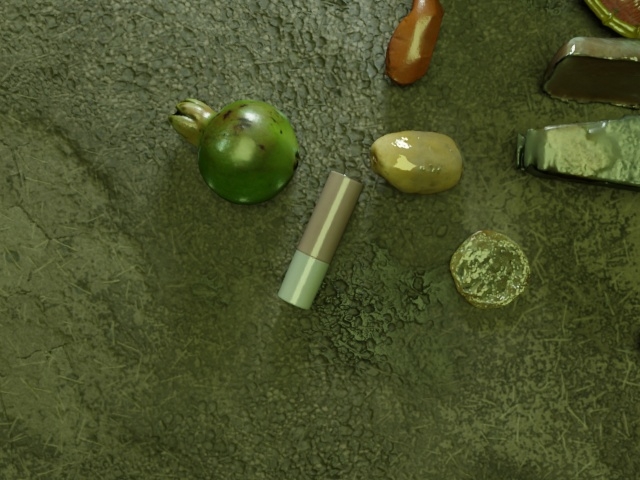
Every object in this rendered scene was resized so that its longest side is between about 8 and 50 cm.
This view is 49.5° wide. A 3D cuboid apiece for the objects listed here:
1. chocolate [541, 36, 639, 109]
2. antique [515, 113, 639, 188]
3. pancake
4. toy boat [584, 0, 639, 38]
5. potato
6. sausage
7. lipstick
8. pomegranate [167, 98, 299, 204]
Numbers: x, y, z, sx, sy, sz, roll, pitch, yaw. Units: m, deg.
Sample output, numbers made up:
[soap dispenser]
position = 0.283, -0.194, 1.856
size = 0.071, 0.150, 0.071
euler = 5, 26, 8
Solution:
[chocolate]
position = 0.529, -0.311, 1.233
size = 0.261, 0.161, 0.083
euler = 6, 73, -2
[antique]
position = 0.498, -0.154, 1.243
size = 0.284, 0.125, 0.150
euler = 1, 91, 2
[pancake]
position = 0.320, 0.053, 1.307
size = 0.151, 0.025, 0.152
euler = 0, 92, 3
[toy boat]
position = 0.532, -0.478, 1.247
size = 0.141, 0.099, 0.318
euler = -32, 93, 6
[potato]
position = 0.179, -0.142, 1.266
size = 0.178, 0.119, 0.109
euler = 1, 127, -11
[sausage]
position = 0.175, -0.371, 1.270
size = 0.089, 0.089, 0.179
euler = 20, 98, 2
[lipstick]
position = 0.000, 0.000, 1.295
size = 0.070, 0.070, 0.255
euler = 24, 92, 1
[pomegranate]
position = -0.148, -0.184, 1.254
size = 0.189, 0.159, 0.241
euler = -31, 85, 2
